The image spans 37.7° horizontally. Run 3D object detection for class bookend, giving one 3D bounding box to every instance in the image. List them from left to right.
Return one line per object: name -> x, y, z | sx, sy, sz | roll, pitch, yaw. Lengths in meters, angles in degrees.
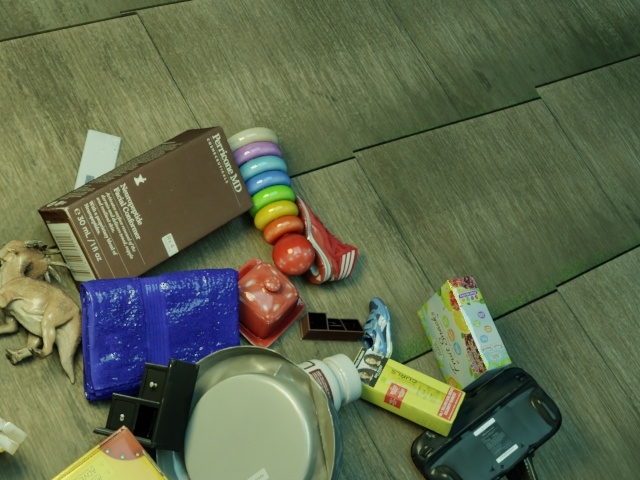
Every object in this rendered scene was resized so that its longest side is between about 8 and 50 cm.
bookend -> -0.310, 0.283, 1.669 | 0.072, 0.156, 0.157 | 26, 73, -51

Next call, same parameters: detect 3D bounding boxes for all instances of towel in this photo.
towel -> -0.292, 0.175, 1.756 | 0.308, 0.076, 0.227 | -6, 102, -28

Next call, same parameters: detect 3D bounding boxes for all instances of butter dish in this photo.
butter dish -> -0.113, 0.110, 1.904 | 0.160, 0.118, 0.160 | 44, 55, 4

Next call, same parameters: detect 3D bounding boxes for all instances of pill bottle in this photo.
pill bottle -> -0.037, 0.303, 1.826 | 0.221, 0.121, 0.121 | -17, 70, -29

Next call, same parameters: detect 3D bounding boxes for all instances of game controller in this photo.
game controller -> 0.343, 0.398, 1.921 | 0.319, 0.067, 0.166 | -33, 76, -17

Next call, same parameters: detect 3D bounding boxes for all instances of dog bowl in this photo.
dog bowl -> -0.117, 0.365, 1.661 | 0.102, 0.349, 0.348 | 26, 39, -64

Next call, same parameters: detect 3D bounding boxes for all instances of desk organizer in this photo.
desk organizer -> 0.025, 0.180, 1.963 | 0.130, 0.050, 0.047 | 4, 61, -21

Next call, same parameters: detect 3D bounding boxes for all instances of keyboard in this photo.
keyboard -> -0.472, -0.121, 1.951 | 0.072, 0.014, 0.256 | 11, 59, -11

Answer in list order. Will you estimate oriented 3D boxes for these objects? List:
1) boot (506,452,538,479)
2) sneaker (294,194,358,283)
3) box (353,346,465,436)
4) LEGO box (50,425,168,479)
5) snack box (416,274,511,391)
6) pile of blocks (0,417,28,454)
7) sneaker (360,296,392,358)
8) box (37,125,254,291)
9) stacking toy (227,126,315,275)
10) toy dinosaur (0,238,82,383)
boot -> 0.449, 0.439, 1.985 | 0.137, 0.077, 0.197 | -7, 67, -31
sneaker -> 0.000, 0.000, 2.054 | 0.128, 0.087, 0.221 | 3, 57, -42
box -> 0.170, 0.307, 1.906 | 0.232, 0.058, 0.087 | 24, 52, 13
LEGO box -> -0.399, 0.600, 1.465 | 0.500, 0.193, 0.372 | -35, 80, -34
snack box -> 0.301, 0.204, 1.989 | 0.070, 0.174, 0.207 | -11, 68, -24
pile of blocks -> -0.673, 0.364, 1.544 | 0.362, 0.112, 0.148 | -2, 78, -20
sneaker -> 0.115, 0.187, 1.996 | 0.059, 0.053, 0.144 | 5, 60, -18
box -> -0.336, -0.064, 1.856 | 0.381, 0.143, 0.191 | -35, 112, -34
stacking toy -> -0.103, -0.072, 1.994 | 0.141, 0.141, 0.330 | -12, 68, -28
toy dinosaur -> -0.515, 0.115, 1.738 | 0.295, 0.127, 0.200 | 46, 49, 0
